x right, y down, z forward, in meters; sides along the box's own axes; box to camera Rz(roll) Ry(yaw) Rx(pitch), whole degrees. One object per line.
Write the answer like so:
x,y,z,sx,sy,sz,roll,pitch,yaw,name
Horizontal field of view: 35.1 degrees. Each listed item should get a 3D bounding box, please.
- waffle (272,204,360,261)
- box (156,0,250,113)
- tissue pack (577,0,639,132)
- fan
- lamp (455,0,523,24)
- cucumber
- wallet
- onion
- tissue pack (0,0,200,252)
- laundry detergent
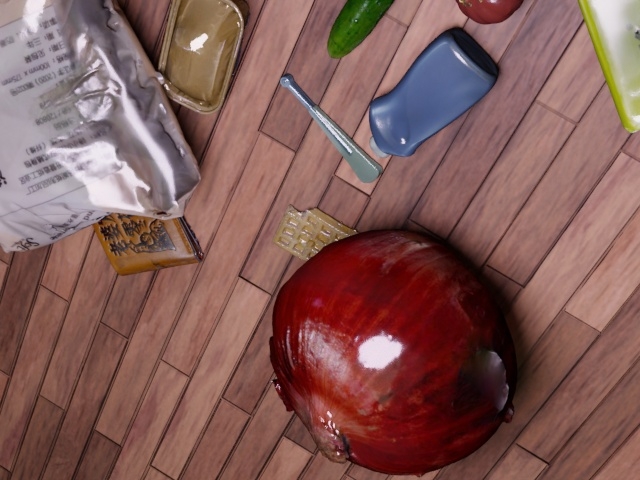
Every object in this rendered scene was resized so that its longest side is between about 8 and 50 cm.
0.000,0.000,1.496,0.135,0.021,0.092,30,127,5,waffle
-0.156,-0.259,1.365,0.111,0.111,0.177,26,128,8,box
0.358,-0.285,1.066,0.167,0.200,0.275,-14,111,28,tissue pack
0.012,-0.154,1.405,0.193,0.016,0.038,47,127,-7,fan
0.199,-0.305,1.193,0.101,0.090,0.101,32,129,50,lamp
0.073,-0.317,1.263,0.056,0.056,0.250,37,126,0,cucumber
-0.290,-0.037,1.588,0.161,0.042,0.195,-10,113,28,wallet
0.112,0.157,1.362,0.341,0.341,0.341,11,121,18,onion
-0.385,-0.178,1.434,0.375,0.195,0.390,-15,103,34,tissue pack
0.131,-0.177,1.314,0.096,0.061,0.206,39,127,-11,laundry detergent
